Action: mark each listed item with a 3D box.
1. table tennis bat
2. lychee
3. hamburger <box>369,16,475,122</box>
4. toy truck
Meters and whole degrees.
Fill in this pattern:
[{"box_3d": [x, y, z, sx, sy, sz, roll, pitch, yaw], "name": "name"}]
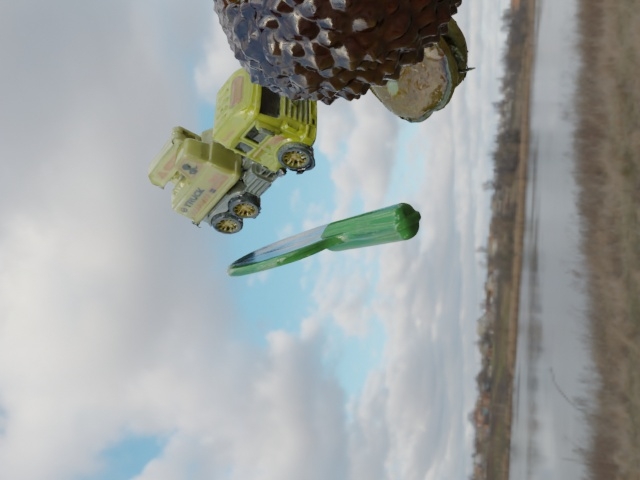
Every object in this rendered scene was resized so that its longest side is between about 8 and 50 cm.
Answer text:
[{"box_3d": [0.000, 0.000, 0.751, 0.160, 0.257, 0.039, -28, -79, -49], "name": "table tennis bat"}, {"box_3d": [0.018, -0.258, 0.568, 0.267, 0.267, 0.268, 2, -90, -73], "name": "lychee"}, {"box_3d": [0.144, -0.271, 0.983, 0.113, 0.185, 0.177, -54, -34, -41], "name": "hamburger"}, {"box_3d": [-0.130, -0.127, 0.939, 0.157, 0.272, 0.124, 22, -130, -30], "name": "toy truck"}]
